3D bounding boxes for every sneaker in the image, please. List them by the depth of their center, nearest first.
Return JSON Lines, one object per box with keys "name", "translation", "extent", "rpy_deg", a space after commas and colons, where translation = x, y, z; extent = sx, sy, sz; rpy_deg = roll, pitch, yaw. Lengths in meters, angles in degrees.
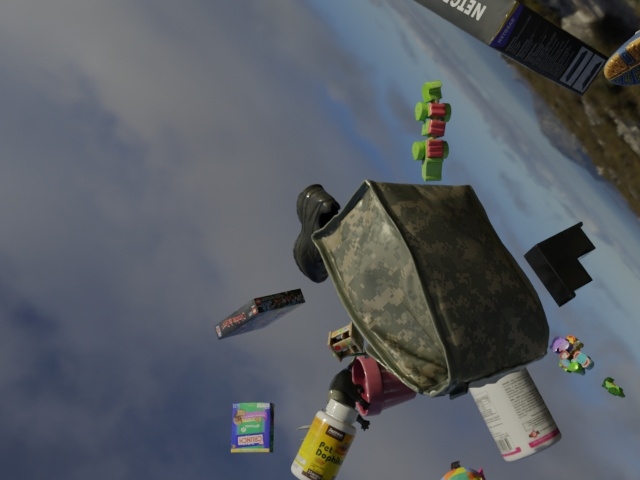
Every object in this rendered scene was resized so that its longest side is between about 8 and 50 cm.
{"name": "sneaker", "translation": [0.795, -0.479, 1.446], "extent": [0.112, 0.296, 0.130], "rpy_deg": [39, -144, -22]}
{"name": "sneaker", "translation": [0.000, 0.000, 1.656], "extent": [0.109, 0.286, 0.130], "rpy_deg": [-21, -144, -28]}

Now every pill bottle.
{"name": "pill bottle", "translation": [0.018, 0.529, 1.639], "extent": [0.117, 0.214, 0.117], "rpy_deg": [26, 172, 4]}
{"name": "pill bottle", "translation": [0.492, 0.415, 1.641], "extent": [0.160, 0.160, 0.282], "rpy_deg": [9, -127, -61]}

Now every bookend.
{"name": "bookend", "translation": [0.624, 0.057, 1.564], "extent": [0.156, 0.157, 0.072], "rpy_deg": [59, 160, 18]}

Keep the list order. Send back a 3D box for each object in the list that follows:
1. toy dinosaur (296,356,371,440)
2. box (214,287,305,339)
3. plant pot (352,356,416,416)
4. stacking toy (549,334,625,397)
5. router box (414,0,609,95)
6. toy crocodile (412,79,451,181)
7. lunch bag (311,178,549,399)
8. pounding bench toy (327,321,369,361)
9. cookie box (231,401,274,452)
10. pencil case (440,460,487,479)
{"name": "toy dinosaur", "translation": [0.071, 0.474, 1.861], "extent": [0.160, 0.121, 0.313], "rpy_deg": [40, -117, -36]}
{"name": "box", "translation": [-0.170, 0.205, 1.733], "extent": [0.159, 0.233, 0.044], "rpy_deg": [-8, -109, -41]}
{"name": "plant pot", "translation": [0.217, 0.477, 2.097], "extent": [0.181, 0.201, 0.201], "rpy_deg": [-5, -138, -11]}
{"name": "stacking toy", "translation": [0.581, 0.261, 1.441], "extent": [0.167, 0.052, 0.221], "rpy_deg": [27, -167, -23]}
{"name": "router box", "translation": [0.328, -0.392, 1.137], "extent": [0.243, 0.081, 0.308], "rpy_deg": [14, -152, -32]}
{"name": "toy crocodile", "translation": [0.385, -0.371, 2.135], "extent": [0.115, 0.340, 0.105], "rpy_deg": [2, -176, -10]}
{"name": "lunch bag", "translation": [0.161, 0.072, 0.859], "extent": [0.235, 0.169, 0.286], "rpy_deg": [-3, -123, -42]}
{"name": "pounding bench toy", "translation": [0.060, 0.231, 1.347], "extent": [0.083, 0.065, 0.052], "rpy_deg": [57, -163, -18]}
{"name": "cookie box", "translation": [-0.151, 0.420, 1.404], "extent": [0.040, 0.092, 0.107], "rpy_deg": [57, -150, -68]}
{"name": "pencil case", "translation": [0.279, 0.483, 1.069], "extent": [0.104, 0.104, 0.236], "rpy_deg": [44, -175, -16]}
